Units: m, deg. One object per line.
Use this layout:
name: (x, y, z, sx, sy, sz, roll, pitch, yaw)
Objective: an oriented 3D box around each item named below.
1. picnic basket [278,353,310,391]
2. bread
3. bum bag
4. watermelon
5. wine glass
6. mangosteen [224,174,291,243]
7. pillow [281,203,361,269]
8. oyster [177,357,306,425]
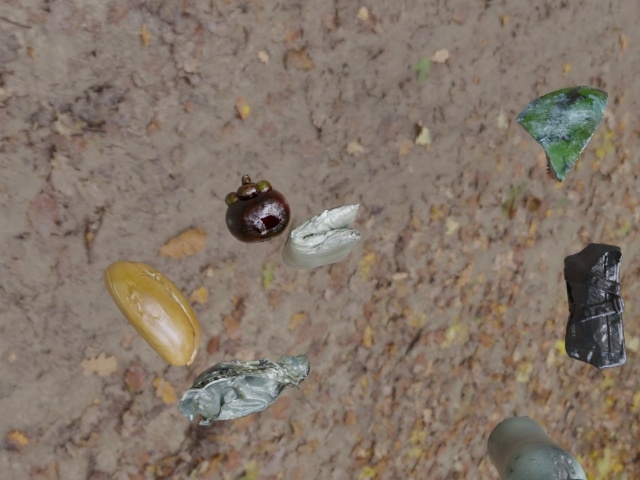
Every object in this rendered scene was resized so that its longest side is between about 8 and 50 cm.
picnic basket: (-0.059, 0.267, 1.554, 0.083, 0.065, 0.083, -22, 145, 2)
bread: (-0.240, 0.099, 1.118, 0.077, 0.189, 0.114, -43, 177, 4)
bum bag: (0.409, 0.098, 1.134, 0.049, 0.087, 0.197, 48, 43, -59)
watermelon: (0.313, -0.149, 0.975, 0.155, 0.101, 0.080, -49, 162, -5)
wine glass: (0.272, 0.296, 0.940, 0.103, 0.231, 0.103, 0, 97, 0)
mangosteen: (-0.127, -0.063, 1.491, 0.140, 0.140, 0.140, -15, 113, -39)
pillow: (0.000, 0.000, 1.376, 0.134, 0.181, 0.077, -17, 76, -12)
oyster: (-0.124, 0.242, 1.276, 0.252, 0.087, 0.199, -25, 151, -26)
